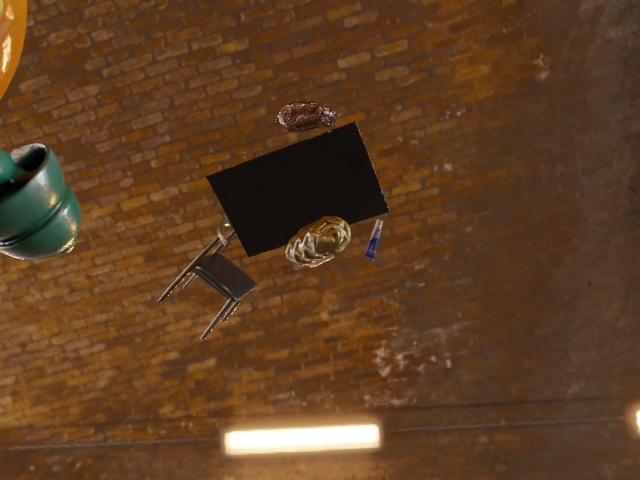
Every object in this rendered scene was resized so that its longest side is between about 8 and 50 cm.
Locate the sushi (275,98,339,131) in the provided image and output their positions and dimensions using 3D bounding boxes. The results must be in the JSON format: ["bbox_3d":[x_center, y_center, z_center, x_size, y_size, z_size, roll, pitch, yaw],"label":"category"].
[{"bbox_3d":[-0.028,-0.218,1.018,0.118,0.061,0.060,15,0,18],"label":"sushi"}]

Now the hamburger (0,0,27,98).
[{"bbox_3d":[-0.474,-0.251,0.507,0.395,0.277,0.396,-32,-38,-29],"label":"hamburger"}]

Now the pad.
[{"bbox_3d":[-0.049,-0.107,1.334,0.367,0.007,0.248,-18,-58,10],"label":"pad"}]

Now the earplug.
[{"bbox_3d":[-0.476,-0.046,0.790,0.257,0.164,0.280,-45,-50,-4],"label":"earplug"}]

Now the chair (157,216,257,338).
[{"bbox_3d":[-0.258,0.093,1.493,0.166,0.188,0.272,39,-75,3],"label":"chair"}]

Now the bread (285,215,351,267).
[{"bbox_3d":[0.000,0.000,0.801,0.066,0.060,0.110,-7,-11,-28],"label":"bread"}]

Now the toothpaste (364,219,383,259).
[{"bbox_3d":[0.111,-0.002,1.181,0.024,0.083,0.015,20,-4,-30],"label":"toothpaste"}]
